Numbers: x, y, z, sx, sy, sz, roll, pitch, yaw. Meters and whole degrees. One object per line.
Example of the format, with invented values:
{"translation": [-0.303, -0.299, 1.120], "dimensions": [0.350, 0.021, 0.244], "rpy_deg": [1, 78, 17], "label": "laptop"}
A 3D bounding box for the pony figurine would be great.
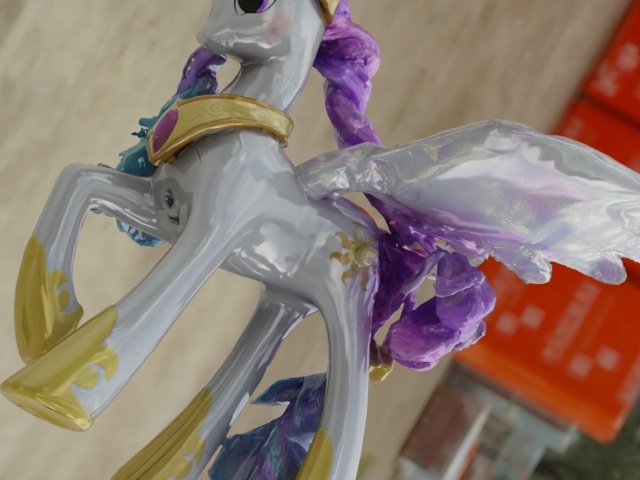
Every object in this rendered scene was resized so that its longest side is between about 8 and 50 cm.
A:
{"translation": [0.000, 0.000, 1.140], "dimensions": [0.303, 0.351, 0.363], "rpy_deg": [-7, -127, 54], "label": "pony figurine"}
